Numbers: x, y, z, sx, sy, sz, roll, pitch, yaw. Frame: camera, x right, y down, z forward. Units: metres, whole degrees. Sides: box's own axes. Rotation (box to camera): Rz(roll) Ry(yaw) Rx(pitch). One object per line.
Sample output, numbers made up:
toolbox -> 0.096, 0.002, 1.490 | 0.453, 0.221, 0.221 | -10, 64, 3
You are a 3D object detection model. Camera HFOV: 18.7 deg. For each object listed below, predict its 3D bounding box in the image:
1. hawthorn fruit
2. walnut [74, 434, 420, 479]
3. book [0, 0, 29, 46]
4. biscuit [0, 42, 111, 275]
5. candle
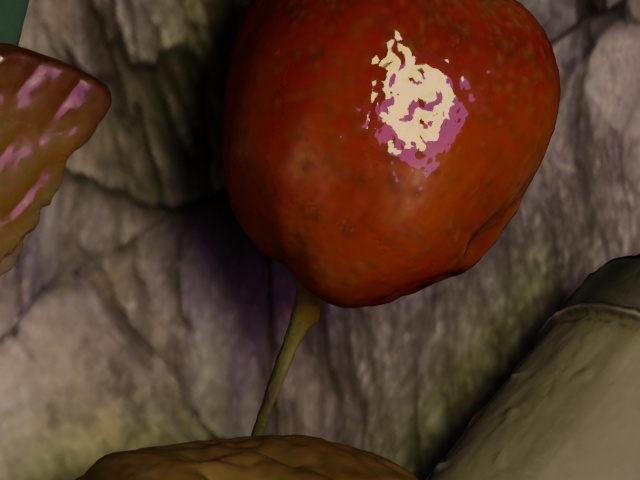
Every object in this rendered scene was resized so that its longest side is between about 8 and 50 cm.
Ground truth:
hawthorn fruit -> 0.000, 0.000, 0.904 | 0.165, 0.165, 0.285 | 20, 99, -42
walnut -> -0.025, 0.186, 0.838 | 0.228, 0.228, 0.228 | -8, 102, -41
book -> -0.186, -0.246, 0.751 | 0.264, 0.031, 0.379 | 20, 83, -43
biscuit -> -0.174, 0.014, 0.778 | 0.228, 0.031, 0.176 | -33, 123, -23
candle -> 0.135, 0.169, 1.006 | 0.330, 0.187, 0.187 | -48, 125, -25
